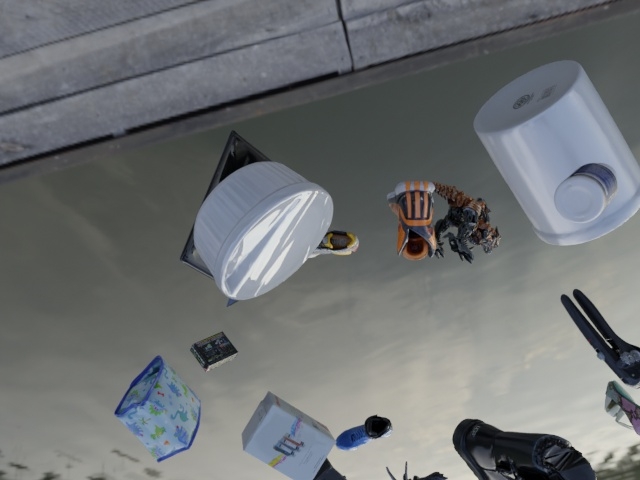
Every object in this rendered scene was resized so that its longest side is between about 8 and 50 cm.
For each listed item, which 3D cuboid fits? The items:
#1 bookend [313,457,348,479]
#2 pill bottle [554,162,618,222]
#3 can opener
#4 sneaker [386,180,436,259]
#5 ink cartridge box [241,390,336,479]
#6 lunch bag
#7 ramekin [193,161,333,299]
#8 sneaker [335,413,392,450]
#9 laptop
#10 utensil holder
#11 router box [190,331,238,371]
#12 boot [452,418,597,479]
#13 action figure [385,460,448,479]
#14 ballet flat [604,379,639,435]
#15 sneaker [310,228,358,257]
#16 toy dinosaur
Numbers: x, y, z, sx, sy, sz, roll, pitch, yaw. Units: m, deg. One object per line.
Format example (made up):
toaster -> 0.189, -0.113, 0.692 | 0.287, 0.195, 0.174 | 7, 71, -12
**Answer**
bookend -> 0.018, 0.665, 1.893 | 0.072, 0.156, 0.157 | -44, 117, -4
pill bottle -> 0.539, -0.102, 1.321 | 0.169, 0.094, 0.094 | -30, 167, -48
can opener -> 0.453, 0.157, 1.064 | 0.059, 0.186, 0.073 | -21, 150, -22
sneaker -> 0.228, -0.038, 1.676 | 0.125, 0.179, 0.321 | 0, 174, 9
ink cartridge box -> -0.078, 0.458, 1.531 | 0.176, 0.127, 0.128 | 34, 176, -8
lunch bag -> -0.282, 0.297, 1.192 | 0.096, 0.151, 0.128 | -27, 110, 21
ramekin -> -0.115, -0.027, 1.237 | 0.273, 0.127, 0.272 | -37, 156, -20
sneaker -> 0.107, 0.481, 1.653 | 0.152, 0.058, 0.084 | -14, 149, -1
laptop -> -0.258, -0.041, 1.892 | 0.237, 0.381, 0.408 | 3, 157, 39
utensil holder -> 0.636, -0.235, 1.770 | 0.328, 0.327, 0.385 | -30, 113, 25
router box -> -0.334, 0.349, 2.074 | 0.123, 0.092, 0.038 | -19, 150, -44
boot -> 0.346, 0.384, 1.039 | 0.246, 0.094, 0.207 | 49, 157, -15
action figure -> 0.230, 0.575, 1.352 | 0.164, 0.140, 0.275 | -31, 116, 22
ballet flat -> 0.775, 0.429, 1.684 | 0.077, 0.221, 0.079 | 35, 99, -7
sneaker -> 0.000, 0.000, 1.929 | 0.226, 0.087, 0.092 | -6, 170, -1
toy dinosaur -> 0.416, -0.057, 1.971 | 0.322, 0.218, 0.164 | 37, 163, -11
